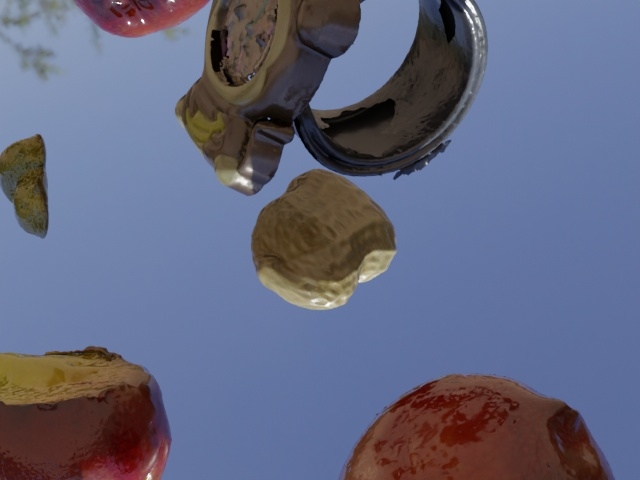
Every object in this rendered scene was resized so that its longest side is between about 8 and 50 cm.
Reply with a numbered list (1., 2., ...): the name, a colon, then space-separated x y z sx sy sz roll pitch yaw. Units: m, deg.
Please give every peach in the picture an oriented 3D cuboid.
1. peach: -0.375 0.252 1.803 0.338 0.281 0.281 39 -127 18
2. peach: 0.188 0.330 1.551 0.373 0.290 0.372 -38 -155 21

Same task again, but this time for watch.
1. watch: 0.027 -0.222 1.656 0.327 0.335 0.314 10 -154 -34

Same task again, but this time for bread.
1. bread: -0.432 -0.067 1.880 0.065 0.149 0.188 -6 165 -22

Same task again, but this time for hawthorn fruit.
1. hawthorn fruit: -0.285 -0.479 2.124 0.295 0.295 0.311 -5 -166 41

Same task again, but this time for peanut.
1. peanut: 0.000 0.000 1.899 0.233 0.197 0.110 -40 171 -43
